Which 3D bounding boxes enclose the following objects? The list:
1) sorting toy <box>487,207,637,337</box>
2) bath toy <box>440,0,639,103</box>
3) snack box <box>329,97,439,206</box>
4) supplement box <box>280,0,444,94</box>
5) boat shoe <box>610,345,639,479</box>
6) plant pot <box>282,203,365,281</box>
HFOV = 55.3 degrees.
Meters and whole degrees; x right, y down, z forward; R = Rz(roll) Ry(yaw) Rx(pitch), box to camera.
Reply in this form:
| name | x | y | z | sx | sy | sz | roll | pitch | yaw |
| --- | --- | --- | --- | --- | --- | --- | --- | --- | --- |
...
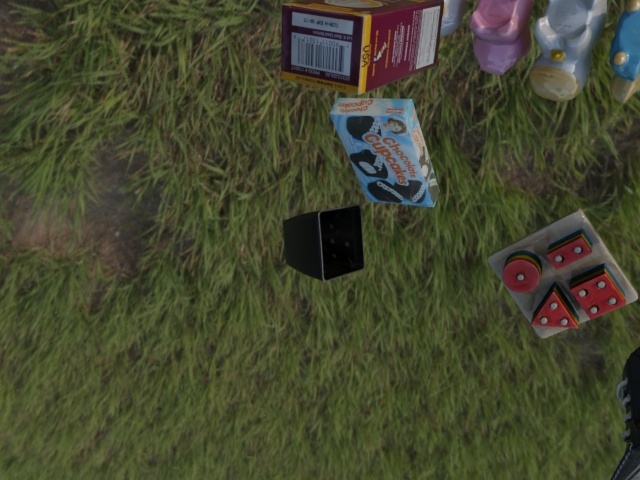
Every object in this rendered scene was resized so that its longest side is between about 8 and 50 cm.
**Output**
| name | x | y | z | sx | sy | sz | roll | pitch | yaw |
| --- | --- | --- | --- | --- | --- | --- | --- | --- | --- |
| sorting toy | 0.574 | 0.100 | 1.472 | 0.255 | 0.089 | 0.257 | -33 | 95 | 32 |
| bath toy | 0.273 | -0.293 | 0.847 | 0.348 | 0.129 | 0.152 | 27 | 114 | 28 |
| snack box | 0.161 | -0.206 | 1.465 | 0.187 | 0.060 | 0.322 | 8 | 149 | 29 |
| supplement box | 0.052 | -0.229 | 0.689 | 0.104 | 0.188 | 0.081 | 20 | 123 | 28 |
| boat shoe | 0.540 | 0.297 | 0.997 | 0.127 | 0.158 | 0.341 | 29 | 102 | -39 |
| plant pot | 0.000 | 0.000 | 1.707 | 0.167 | 0.188 | 0.188 | 3 | 100 | 41 |
